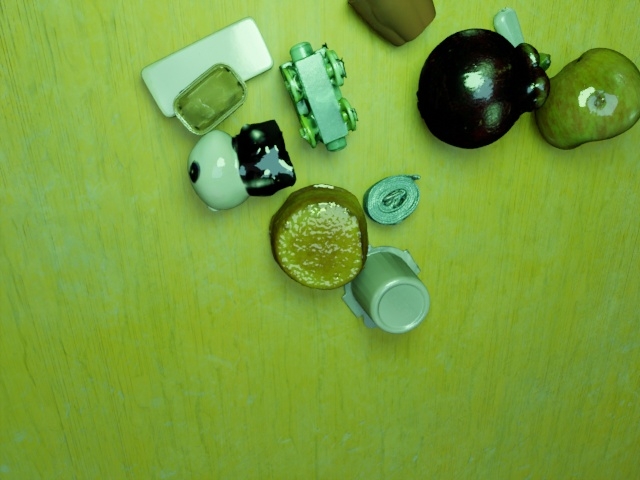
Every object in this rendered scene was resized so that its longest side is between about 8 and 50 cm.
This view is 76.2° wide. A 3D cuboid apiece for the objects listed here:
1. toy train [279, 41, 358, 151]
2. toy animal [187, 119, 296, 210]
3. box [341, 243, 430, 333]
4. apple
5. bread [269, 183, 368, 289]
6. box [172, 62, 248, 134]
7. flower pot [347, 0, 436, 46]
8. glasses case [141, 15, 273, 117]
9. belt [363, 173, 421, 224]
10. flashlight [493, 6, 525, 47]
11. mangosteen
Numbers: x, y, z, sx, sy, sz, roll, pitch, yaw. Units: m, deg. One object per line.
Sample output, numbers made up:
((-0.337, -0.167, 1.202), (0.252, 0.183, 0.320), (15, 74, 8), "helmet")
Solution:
((-0.005, -0.362, 1.043), (0.159, 0.188, 0.272), (-23, 113, -1), "toy train")
((-0.207, -0.198, 1.063), (0.266, 0.212, 0.213), (-12, 110, -2), "toy animal")
((0.202, 0.181, 1.247), (0.262, 0.206, 0.291), (10, 104, -12), "box")
((0.730, -0.388, 1.126), (0.264, 0.264, 0.264), (-3, 109, -8), "apple")
((-0.002, -0.005, 1.165), (0.312, 0.172, 0.312), (-1, 105, -2), "bread")
((-0.263, -0.339, 0.977), (0.177, 0.111, 0.111), (-38, 110, 5), "box")
((0.191, -0.596, 1.010), (0.173, 0.190, 0.190), (37, 99, -30), "flower pot")
((-0.281, -0.435, 1.033), (0.312, 0.070, 0.131), (-27, 111, 0), "glasses case")
((0.210, -0.121, 1.214), (0.163, 0.082, 0.148), (-3, 98, -5), "belt")
((0.547, -0.552, 1.143), (0.093, 0.047, 0.200), (-35, 111, -2), "flashlight")
((0.404, -0.375, 1.040), (0.313, 0.297, 0.297), (23, 107, 24), "mangosteen")
